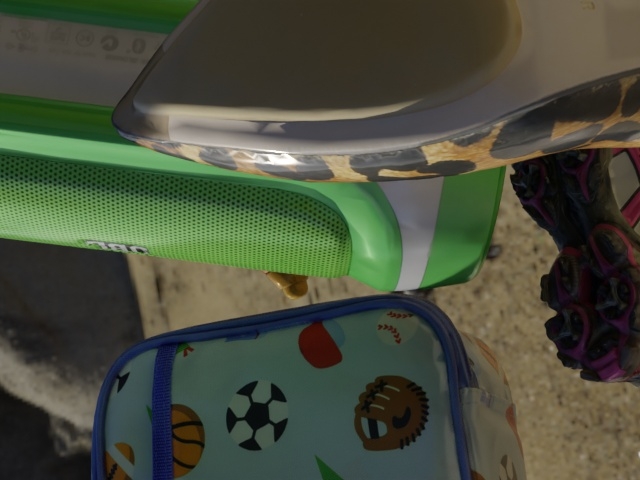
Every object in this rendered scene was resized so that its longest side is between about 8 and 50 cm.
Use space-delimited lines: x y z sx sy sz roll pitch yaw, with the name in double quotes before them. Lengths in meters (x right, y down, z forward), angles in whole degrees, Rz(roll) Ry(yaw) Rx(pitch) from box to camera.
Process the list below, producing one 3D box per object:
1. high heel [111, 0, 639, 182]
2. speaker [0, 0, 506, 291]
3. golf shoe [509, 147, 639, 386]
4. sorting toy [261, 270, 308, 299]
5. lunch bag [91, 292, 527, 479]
"high heel" 0.082 -0.049 0.385 0.186 0.261 0.093 32 -134 -60
"speaker" -0.076 -0.053 0.502 0.131 0.297 0.131 -173 90 -90
"golf shoe" 0.140 -0.018 0.562 0.067 0.086 0.186 -38 51 50
"sorting toy" 0.000 0.000 1.392 0.126 0.127 0.365 68 -159 7
"lunch bag" -0.011 0.189 0.621 0.115 0.243 0.303 37 -133 -62
